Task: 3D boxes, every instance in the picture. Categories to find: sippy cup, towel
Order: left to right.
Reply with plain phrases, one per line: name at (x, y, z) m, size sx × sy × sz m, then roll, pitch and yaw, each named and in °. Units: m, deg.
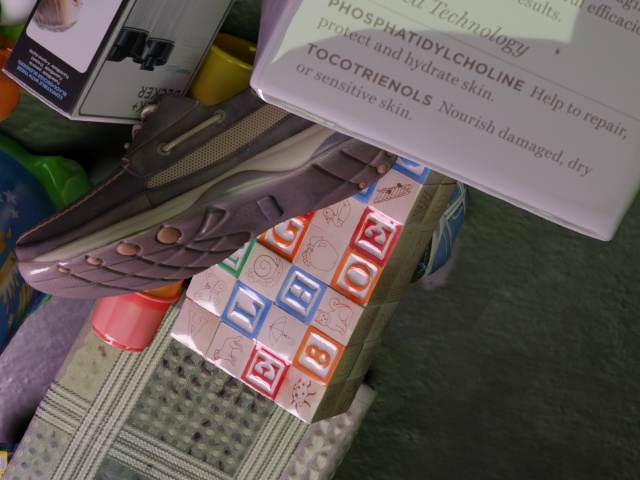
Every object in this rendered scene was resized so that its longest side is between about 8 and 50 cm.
sippy cup at (-0.366, 0.032, 1.654) m, size 0.240 × 0.224 × 0.305 m, roll 26°, pitch 113°, yaw -12°
towel at (-0.141, 0.213, 1.805) m, size 0.312 × 0.056 × 0.324 m, roll 29°, pitch 96°, yaw -11°

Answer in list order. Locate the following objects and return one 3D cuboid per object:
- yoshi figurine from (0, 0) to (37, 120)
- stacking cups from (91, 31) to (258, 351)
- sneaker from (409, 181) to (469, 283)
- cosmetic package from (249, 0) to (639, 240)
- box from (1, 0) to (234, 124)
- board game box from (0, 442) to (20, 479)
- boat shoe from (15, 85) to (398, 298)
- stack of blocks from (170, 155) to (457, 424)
yoshi figurine at (-0.239, -0.285, 1.532) m, size 0.203 × 0.203 × 0.362 m, roll 1°, pitch 114°, yaw -18°
stacking cups at (-0.124, -0.037, 1.672) m, size 0.096 × 0.096 × 0.316 m, roll 21°, pitch 108°, yaw -9°
sneaker at (0.104, -0.065, 1.695) m, size 0.080 × 0.081 × 0.211 m, roll 18°, pitch 103°, yaw 32°
cosmetic package at (0.168, -0.281, 1.443) m, size 0.327 × 0.329 × 0.393 m, roll 22°, pitch 113°, yaw -11°
box at (-0.139, -0.244, 1.522) m, size 0.087 × 0.169 × 0.290 m, roll 35°, pitch 104°, yaw 21°
board game box at (-0.262, 0.297, 1.870) m, size 0.194 × 0.060 × 0.194 m, roll 1°, pitch 112°, yaw -4°
boat shoe at (-0.107, -0.060, 1.556) m, size 0.355 × 0.130 × 0.132 m, roll -23°, pitch 157°, yaw -2°
stack of blocks at (0.000, 0.000, 1.653) m, size 0.171 × 0.087 × 0.297 m, roll 31°, pitch 106°, yaw 21°
